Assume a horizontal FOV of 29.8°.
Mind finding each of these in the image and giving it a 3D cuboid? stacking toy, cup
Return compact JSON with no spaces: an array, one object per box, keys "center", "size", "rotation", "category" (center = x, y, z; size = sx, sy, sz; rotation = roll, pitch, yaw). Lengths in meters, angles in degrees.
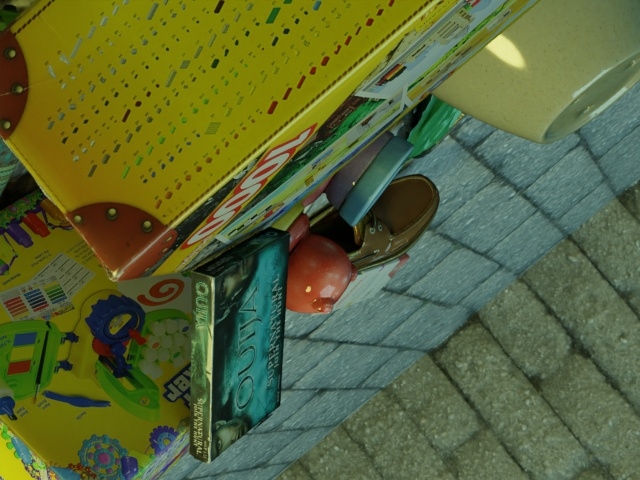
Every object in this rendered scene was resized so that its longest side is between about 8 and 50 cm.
[{"center":[0.000,0.000,1.542],"size":[0.309,0.130,0.279],"rotation":[-51,178,-33],"category":"stacking toy"},{"center":[0.235,-0.247,1.325],"size":[0.331,0.237,0.331],"rotation":[-33,166,-9],"category":"cup"}]

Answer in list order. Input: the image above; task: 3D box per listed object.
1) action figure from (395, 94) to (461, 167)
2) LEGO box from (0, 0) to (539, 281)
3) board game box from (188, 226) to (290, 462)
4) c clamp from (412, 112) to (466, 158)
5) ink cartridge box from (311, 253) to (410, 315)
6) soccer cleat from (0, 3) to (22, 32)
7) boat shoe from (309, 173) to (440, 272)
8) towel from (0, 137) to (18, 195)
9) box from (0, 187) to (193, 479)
[{"center":[0.156,-0.184,1.654],"size":[0.137,0.063,0.232],"rotation":[-18,150,-52],"category":"action figure"},{"center":[0.011,-0.201,0.980],"size":[0.500,0.193,0.372],"rotation":[-40,175,7],"category":"LEGO box"},{"center":[-0.074,0.094,1.094],"size":[0.126,0.026,0.186],"rotation":[-33,132,-54],"category":"board game box"},{"center":[0.181,-0.178,1.800],"size":[0.160,0.022,0.137],"rotation":[-49,165,28],"category":"c clamp"},{"center":[0.053,0.057,2.066],"size":[0.115,0.067,0.198],"rotation":[-48,162,30],"category":"ink cartridge box"},{"center":[-0.284,-0.128,0.895],"size":[0.179,0.060,0.072],"rotation":[-22,124,-30],"category":"soccer cleat"},{"center":[0.058,-0.012,1.822],"size":[0.307,0.110,0.104],"rotation":[-34,164,-14],"category":"boat shoe"},{"center":[-0.429,0.029,1.080],"size":[0.271,0.040,0.370],"rotation":[-19,153,-49],"category":"towel"},{"center":[-0.248,0.121,1.159],"size":[0.290,0.279,0.177],"rotation":[-40,170,-49],"category":"box"}]
